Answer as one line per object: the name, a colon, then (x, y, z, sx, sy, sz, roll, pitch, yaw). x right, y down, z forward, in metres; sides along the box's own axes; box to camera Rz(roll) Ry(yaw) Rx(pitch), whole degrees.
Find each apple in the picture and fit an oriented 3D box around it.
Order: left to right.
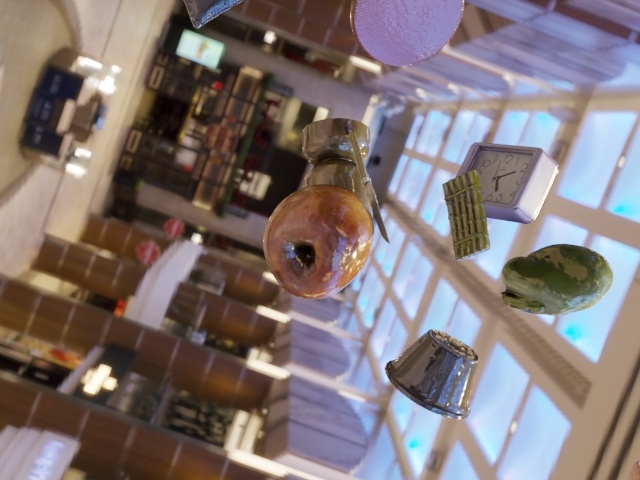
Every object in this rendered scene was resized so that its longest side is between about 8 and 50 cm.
apple: (0.000, 0.000, 2.153, 0.253, 0.253, 0.253, -160, -90, -86)

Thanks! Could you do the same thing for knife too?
knife: (0.106, -0.119, 2.174, 0.047, 0.017, 0.298, 121, -40, -57)

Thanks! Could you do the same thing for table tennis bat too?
table tennis bat: (0.141, -0.417, 1.657, 0.310, 0.200, 0.038, 72, -2, -47)

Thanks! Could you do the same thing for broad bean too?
broad bean: (0.473, 0.081, 1.992, 0.100, 0.228, 0.169, 66, 0, -46)

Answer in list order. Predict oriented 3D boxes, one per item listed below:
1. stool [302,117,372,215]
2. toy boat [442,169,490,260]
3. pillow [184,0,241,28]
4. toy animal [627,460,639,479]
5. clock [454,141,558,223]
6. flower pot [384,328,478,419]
stool: (0.043, -0.157, 2.525, 0.179, 0.179, 0.264, 121, -30, -70)
toy boat: (0.201, -0.035, 1.362, 0.063, 0.016, 0.115, -26, -115, 45)
pillow: (-0.233, -0.532, 1.910, 0.141, 0.208, 0.055, -30, -179, 5)
toy animal: (0.637, 0.481, 1.896, 0.082, 0.091, 0.114, 100, 12, -56)
clock: (0.367, -0.120, 1.992, 0.193, 0.073, 0.145, 12, -109, 50)
flower pot: (0.325, 0.350, 2.710, 0.269, 0.269, 0.166, -84, -161, -74)
